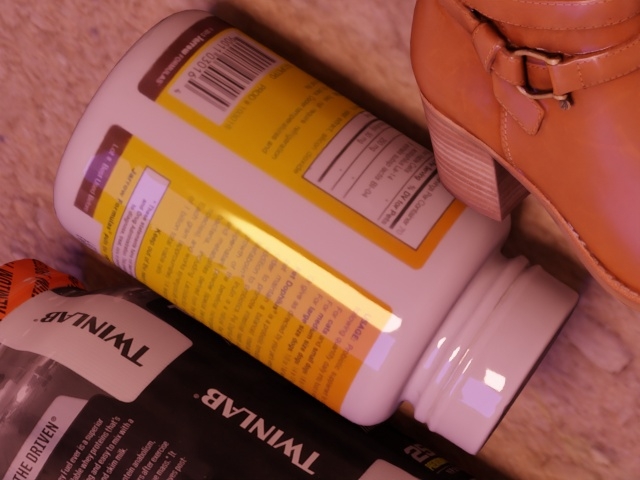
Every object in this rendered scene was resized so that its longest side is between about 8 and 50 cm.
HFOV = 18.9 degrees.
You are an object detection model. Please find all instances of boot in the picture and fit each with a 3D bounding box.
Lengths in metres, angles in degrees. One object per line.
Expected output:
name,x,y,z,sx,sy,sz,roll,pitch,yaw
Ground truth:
boot,0.113,-0.055,0.703,0.197,0.073,0.152,21,141,28

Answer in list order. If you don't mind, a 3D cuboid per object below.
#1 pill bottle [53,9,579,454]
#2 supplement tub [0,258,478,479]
pill bottle,0.000,0.000,0.833,0.215,0.117,0.117,33,145,9
supplement tub,-0.055,0.160,0.990,0.338,0.207,0.207,31,145,15
